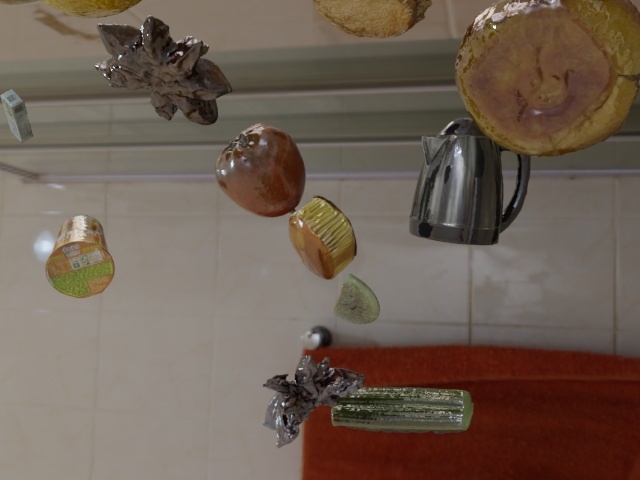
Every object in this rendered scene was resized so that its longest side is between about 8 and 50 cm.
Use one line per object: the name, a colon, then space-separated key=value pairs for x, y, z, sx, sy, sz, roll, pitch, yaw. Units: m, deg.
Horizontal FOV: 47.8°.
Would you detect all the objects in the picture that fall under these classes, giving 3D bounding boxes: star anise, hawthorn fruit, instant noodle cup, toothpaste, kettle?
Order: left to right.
toothpaste: x=-0.722 y=-0.295 z=1.725 sx=0.034 sy=0.046 sz=0.164 roll=-40 pitch=-9 yaw=-25
instant noodle cup: x=-0.607 y=0.028 z=1.837 sx=0.185 sy=0.169 sz=0.168 roll=-116 pitch=16 yaw=-56
star anise: x=-0.340 y=-0.356 z=1.540 sx=0.315 sy=0.316 sz=0.108 roll=71 pitch=-155 yaw=-56
hawthorn fruit: x=-0.116 y=-0.139 z=1.644 sx=0.251 sy=0.200 sz=0.199 roll=51 pitch=-146 yaw=-31
star anise: x=-0.032 y=0.328 z=1.515 sx=0.129 sy=0.212 sz=0.282 roll=54 pitch=150 yaw=20
kettle: x=0.330 y=-0.134 z=1.595 sx=0.207 sy=0.251 sz=0.271 roll=-22 pitch=-63 yaw=-72

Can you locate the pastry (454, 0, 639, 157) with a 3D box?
pastry: x=0.429 y=-0.321 z=1.349 sx=0.163 sy=0.356 sz=0.355 roll=-70 pitch=-23 yaw=-58

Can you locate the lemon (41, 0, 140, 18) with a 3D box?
lemon: x=-0.325 y=-0.426 z=0.977 sx=0.253 sy=0.229 sz=0.228 roll=78 pitch=-165 yaw=-80

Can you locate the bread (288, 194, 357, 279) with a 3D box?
bread: x=0.000 y=0.000 z=1.533 sx=0.114 sy=0.132 sz=0.190 roll=-39 pitch=-31 yaw=-22

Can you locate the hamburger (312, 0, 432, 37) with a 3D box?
hamburger: x=0.117 y=-0.553 z=1.598 sx=0.243 sy=0.286 sz=0.146 roll=33 pitch=-115 yaw=-73

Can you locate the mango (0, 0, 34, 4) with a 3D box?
mango: x=-0.525 y=-0.509 z=1.304 sx=0.262 sy=0.167 sz=0.129 roll=-32 pitch=-40 yaw=-39

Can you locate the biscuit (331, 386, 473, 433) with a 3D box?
biscuit: x=0.172 y=0.368 z=1.578 sx=0.038 sy=0.323 sz=0.099 roll=47 pitch=-135 yaw=-51

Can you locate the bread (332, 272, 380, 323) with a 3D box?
bread: x=0.093 y=0.165 z=1.796 sx=0.036 sy=0.112 sz=0.193 roll=-54 pitch=-11 yaw=-33
